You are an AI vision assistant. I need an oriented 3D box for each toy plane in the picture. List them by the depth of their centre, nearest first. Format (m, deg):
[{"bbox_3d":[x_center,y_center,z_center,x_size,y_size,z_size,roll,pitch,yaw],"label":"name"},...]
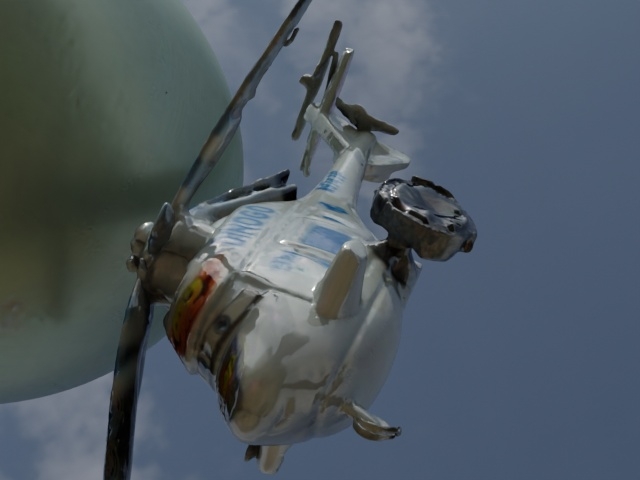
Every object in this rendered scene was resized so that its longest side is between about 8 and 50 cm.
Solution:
[{"bbox_3d":[-0.004,0.009,0.624,0.107,0.273,0.182,24,-85,4],"label":"toy plane"}]

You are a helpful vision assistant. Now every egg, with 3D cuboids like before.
[{"bbox_3d":[-0.209,-0.062,0.673,0.371,0.230,0.230,20,-78,-13],"label":"egg"}]
